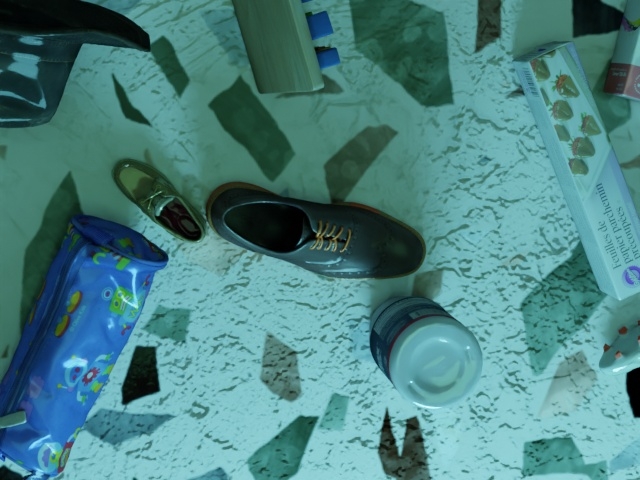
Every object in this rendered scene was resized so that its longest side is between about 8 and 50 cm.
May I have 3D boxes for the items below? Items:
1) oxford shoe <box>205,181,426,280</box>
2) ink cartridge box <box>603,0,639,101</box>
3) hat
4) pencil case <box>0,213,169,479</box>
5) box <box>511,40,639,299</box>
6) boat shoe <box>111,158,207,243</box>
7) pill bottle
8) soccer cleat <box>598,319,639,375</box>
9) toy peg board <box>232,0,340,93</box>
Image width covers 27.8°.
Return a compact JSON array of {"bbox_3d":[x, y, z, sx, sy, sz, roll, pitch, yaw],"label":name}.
[{"bbox_3d":[0.000,0.000,1.521,0.271,0.098,0.097,10,98,-11],"label":"oxford shoe"},{"bbox_3d":[0.431,-0.261,1.570,0.115,0.067,0.198,12,97,-11],"label":"ink cartridge box"},{"bbox_3d":[-0.347,-0.191,1.332,0.331,0.331,0.134,11,103,-12],"label":"hat"},{"bbox_3d":[-0.291,0.121,1.476,0.119,0.133,0.306,28,93,20],"label":"pencil case"},{"bbox_3d":[0.326,-0.086,1.583,0.063,0.067,0.324,-25,102,-5],"label":"box"},{"bbox_3d":[-0.185,-0.046,1.508,0.135,0.045,0.050,38,91,-14],"label":"boat shoe"},{"bbox_3d":[0.115,0.124,1.521,0.108,0.180,0.108,-2,100,-9],"label":"pill bottle"},{"bbox_3d":[0.444,0.123,1.639,0.196,0.068,0.076,-34,106,-6],"label":"soccer cleat"},{"bbox_3d":[-0.028,-0.254,1.451,0.079,0.160,0.161,-21,103,-22],"label":"toy peg board"}]
